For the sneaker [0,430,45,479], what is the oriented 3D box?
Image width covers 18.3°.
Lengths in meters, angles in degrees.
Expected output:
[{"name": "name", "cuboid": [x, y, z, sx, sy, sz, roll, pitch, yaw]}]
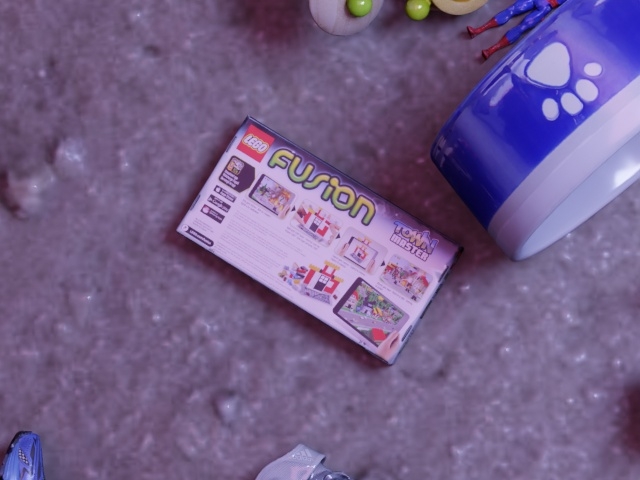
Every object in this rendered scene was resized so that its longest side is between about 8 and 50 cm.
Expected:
[{"name": "sneaker", "cuboid": [-0.205, 0.258, 1.601, 0.087, 0.083, 0.221, -16, 89, -9]}]

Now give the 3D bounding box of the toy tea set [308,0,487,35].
[{"name": "toy tea set", "cuboid": [0.130, -0.271, 1.537, 0.336, 0.124, 0.200, -47, 126, 1]}]

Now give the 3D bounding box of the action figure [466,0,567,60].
[{"name": "action figure", "cuboid": [0.176, -0.190, 1.616, 0.115, 0.030, 0.038, -32, 78, 1]}]

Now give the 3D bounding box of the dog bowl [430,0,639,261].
[{"name": "dog bowl", "cuboid": [0.212, -0.107, 1.485, 0.265, 0.265, 0.104, -39, 80, 2]}]

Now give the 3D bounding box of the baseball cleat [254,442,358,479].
[{"name": "baseball cleat", "cuboid": [0.027, 0.205, 1.576, 0.205, 0.072, 0.109, -15, 77, 1]}]

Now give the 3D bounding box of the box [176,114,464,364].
[{"name": "box", "cuboid": [0.000, 0.000, 1.613, 0.207, 0.036, 0.114, 32, 89, 8]}]
